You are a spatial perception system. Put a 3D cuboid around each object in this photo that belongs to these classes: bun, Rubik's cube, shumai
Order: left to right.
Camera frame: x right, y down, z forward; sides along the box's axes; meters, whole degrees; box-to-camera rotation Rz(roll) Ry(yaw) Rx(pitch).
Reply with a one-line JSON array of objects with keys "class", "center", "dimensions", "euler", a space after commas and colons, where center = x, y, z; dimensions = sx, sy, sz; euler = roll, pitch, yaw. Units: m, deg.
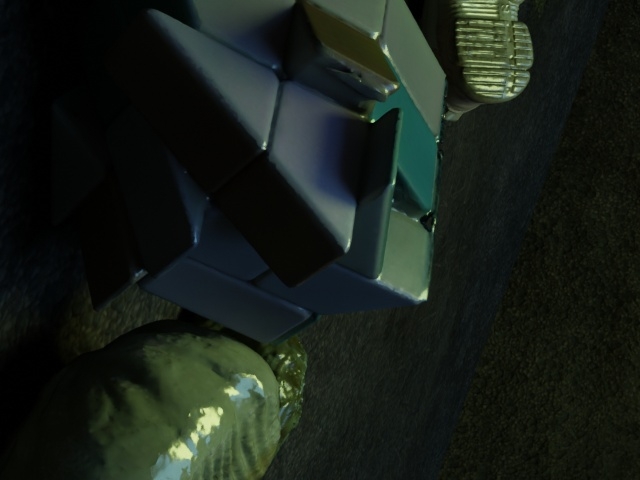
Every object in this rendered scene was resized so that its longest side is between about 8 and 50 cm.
[{"class": "bun", "center": [-0.202, 0.246, 1.278], "dimensions": [0.365, 0.219, 0.365], "euler": [-52, 160, -29]}, {"class": "shumai", "center": [-0.096, 0.212, 1.592], "dimensions": [0.256, 0.189, 0.218], "euler": [-63, 157, -11]}, {"class": "Rubik's cube", "center": [-0.058, -0.113, 1.199], "dimensions": [0.358, 0.368, 0.387], "euler": [-35, -142, 46]}]

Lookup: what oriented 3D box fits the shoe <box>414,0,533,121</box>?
[{"class": "shoe", "center": [0.221, -0.364, 2.042], "dimensions": [0.198, 0.172, 0.351], "euler": [148, -52, -63]}]
